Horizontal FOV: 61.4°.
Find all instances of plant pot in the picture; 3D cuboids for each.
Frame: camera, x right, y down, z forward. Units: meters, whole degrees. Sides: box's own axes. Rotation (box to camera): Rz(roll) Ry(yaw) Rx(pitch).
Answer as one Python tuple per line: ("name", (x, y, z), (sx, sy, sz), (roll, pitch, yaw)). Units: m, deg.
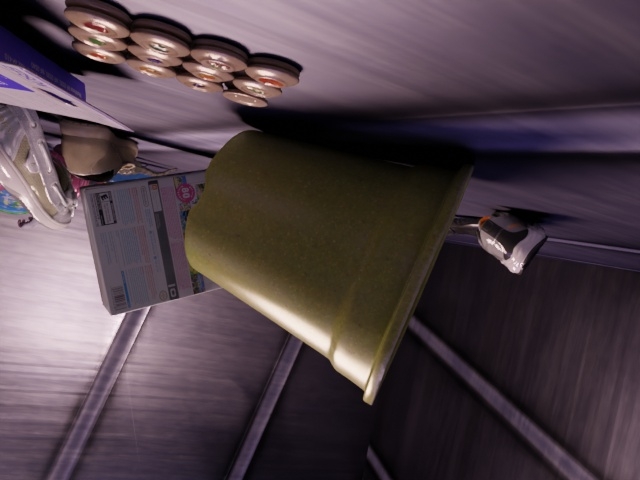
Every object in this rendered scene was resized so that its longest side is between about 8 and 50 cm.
("plant pot", (0.000, 0.000, 0.612), (0.253, 0.276, 0.276), (24, -177, 12))

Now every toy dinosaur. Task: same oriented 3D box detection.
("toy dinosaur", (-0.515, -0.198, 1.437), (0.118, 0.064, 0.268), (4, -179, 28))

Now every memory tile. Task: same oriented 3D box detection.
("memory tile", (-0.095, -0.123, 0.373), (0.148, 0.012, 0.113), (11, -179, -23))

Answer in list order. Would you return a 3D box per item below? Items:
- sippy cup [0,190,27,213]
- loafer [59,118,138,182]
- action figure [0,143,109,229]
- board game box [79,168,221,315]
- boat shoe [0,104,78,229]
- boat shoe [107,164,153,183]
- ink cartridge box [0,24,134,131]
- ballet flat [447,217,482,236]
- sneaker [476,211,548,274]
("sippy cup", (-0.898, -0.204, 1.597), (0.305, 0.240, 0.224), (-33, -168, -27))
("loafer", (-0.400, -0.150, 0.964), (0.101, 0.092, 0.268), (11, -179, -4))
("action figure", (-0.650, -0.179, 1.241), (0.370, 0.248, 0.275), (15, 152, -27))
("board game box", (-0.265, -0.012, 1.007), (0.303, 0.224, 0.097), (-12, -168, -28))
("boat shoe", (-0.459, -0.112, 0.880), (0.118, 0.103, 0.320), (49, 163, 13))
("boat shoe", (-0.577, -0.203, 1.592), (0.258, 0.109, 0.089), (30, 178, -30))
("ink cartridge box", (-0.275, -0.143, 0.421), (0.208, 0.045, 0.206), (12, 180, -2))
("ballet flat", (0.337, -0.038, 1.205), (0.173, 0.049, 0.057), (4, 147, 52))
("sneaker", (0.343, -0.011, 0.994), (0.108, 0.100, 0.271), (36, -170, 13))
